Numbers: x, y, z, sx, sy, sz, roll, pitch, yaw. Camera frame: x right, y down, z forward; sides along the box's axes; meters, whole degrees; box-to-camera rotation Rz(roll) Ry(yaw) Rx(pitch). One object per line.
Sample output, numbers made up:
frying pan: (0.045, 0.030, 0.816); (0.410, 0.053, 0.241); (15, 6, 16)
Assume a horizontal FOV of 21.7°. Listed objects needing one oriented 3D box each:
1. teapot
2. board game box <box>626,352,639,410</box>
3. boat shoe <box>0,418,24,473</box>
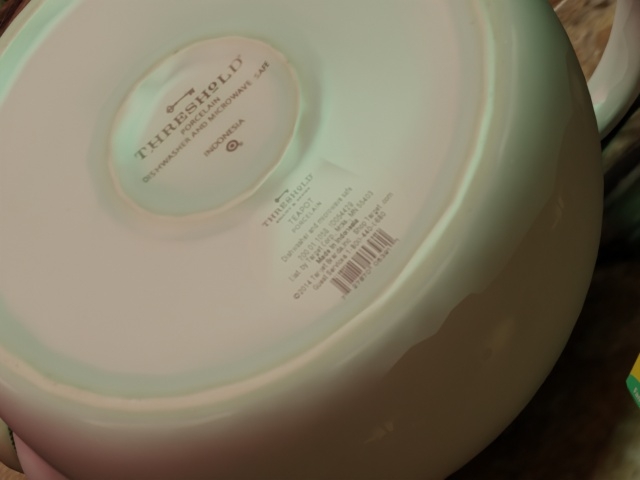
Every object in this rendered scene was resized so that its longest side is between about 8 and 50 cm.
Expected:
teapot: (0.000, 0.000, 0.617); (0.256, 0.187, 0.253); (-10, 59, 22)
board game box: (0.143, -0.019, 0.343); (0.124, 0.039, 0.259); (-111, 33, -46)
boat shoe: (-0.023, -0.025, 0.789); (0.113, 0.127, 0.340); (13, 54, 34)
